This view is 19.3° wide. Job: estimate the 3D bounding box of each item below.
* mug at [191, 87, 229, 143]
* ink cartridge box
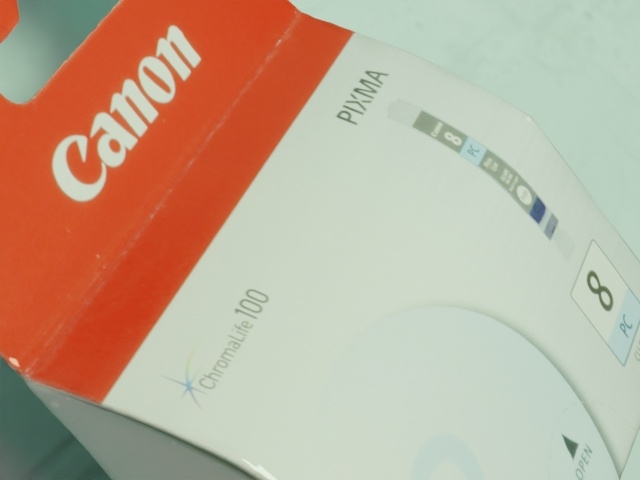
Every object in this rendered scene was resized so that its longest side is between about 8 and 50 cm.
[{"bbox_3d":[-0.057,-0.035,0.936,0.064,0.062,0.078,17,93,-38],"label":"mug"},{"bbox_3d":[0.000,0.000,0.857,0.385,0.091,0.308,52,40,-18],"label":"ink cartridge box"}]
